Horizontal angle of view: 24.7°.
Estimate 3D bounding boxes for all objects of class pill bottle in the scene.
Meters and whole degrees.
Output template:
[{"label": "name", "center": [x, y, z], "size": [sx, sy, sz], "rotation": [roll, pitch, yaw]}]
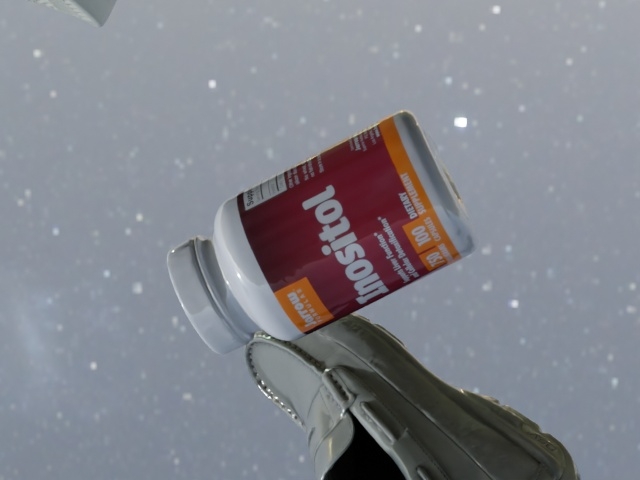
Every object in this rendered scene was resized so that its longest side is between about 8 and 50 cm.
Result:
[{"label": "pill bottle", "center": [0.000, 0.000, 0.776], "size": [0.152, 0.086, 0.086], "rotation": [-27, -151, 9]}]

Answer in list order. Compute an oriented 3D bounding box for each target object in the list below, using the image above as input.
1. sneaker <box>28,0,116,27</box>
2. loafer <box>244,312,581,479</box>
[{"label": "sneaker", "center": [-0.208, -0.272, 1.038], "size": [0.131, 0.148, 0.350], "rotation": [22, 176, 6]}, {"label": "loafer", "center": [0.035, 0.132, 0.972], "size": [0.111, 0.112, 0.319], "rotation": [-33, -148, -23]}]
